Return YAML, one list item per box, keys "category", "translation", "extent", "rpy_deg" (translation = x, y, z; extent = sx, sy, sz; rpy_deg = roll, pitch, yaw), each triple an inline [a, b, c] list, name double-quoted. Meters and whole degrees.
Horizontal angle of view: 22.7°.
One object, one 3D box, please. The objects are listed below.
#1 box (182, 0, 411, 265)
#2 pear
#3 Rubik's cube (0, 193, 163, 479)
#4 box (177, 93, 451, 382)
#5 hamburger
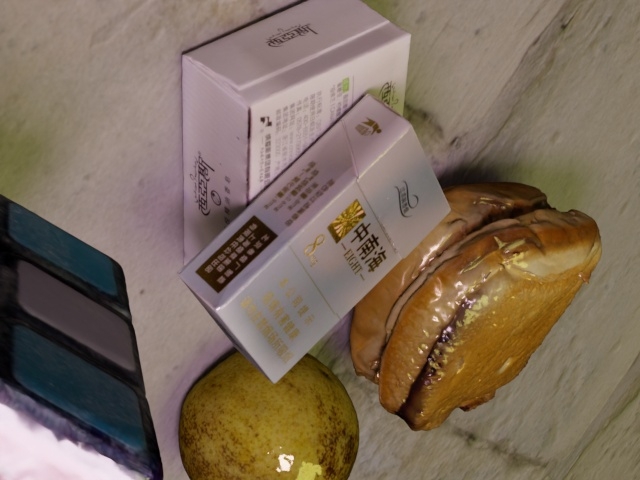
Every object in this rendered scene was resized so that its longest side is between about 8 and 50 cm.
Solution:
- category: "box"
  translation: [-0.026, -0.081, 1.514]
  extent: [0.194, 0.111, 0.260]
  rpy_deg: [-27, 138, -32]
- category: "pear"
  translation: [-0.047, 0.214, 1.693]
  extent: [0.197, 0.197, 0.197]
  rpy_deg: [-32, 141, -30]
- category: "Rubik's cube"
  translation: [-0.339, 0.126, 0.989]
  extent: [0.358, 0.363, 0.362]
  rpy_deg: [30, 97, -17]
- category: "box"
  translation: [0.000, 0.000, 1.462]
  extent: [0.243, 0.067, 0.155]
  rpy_deg: [-44, 147, -7]
- category: "hamburger"
  translation: [0.173, 0.071, 1.841]
  extent: [0.304, 0.174, 0.284]
  rpy_deg: [-3, 125, -50]
